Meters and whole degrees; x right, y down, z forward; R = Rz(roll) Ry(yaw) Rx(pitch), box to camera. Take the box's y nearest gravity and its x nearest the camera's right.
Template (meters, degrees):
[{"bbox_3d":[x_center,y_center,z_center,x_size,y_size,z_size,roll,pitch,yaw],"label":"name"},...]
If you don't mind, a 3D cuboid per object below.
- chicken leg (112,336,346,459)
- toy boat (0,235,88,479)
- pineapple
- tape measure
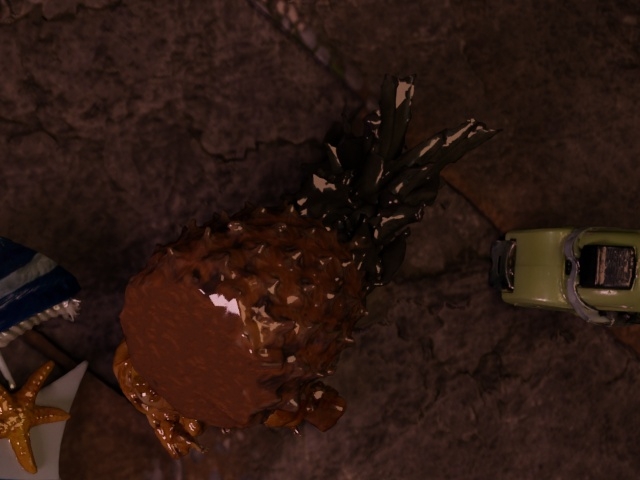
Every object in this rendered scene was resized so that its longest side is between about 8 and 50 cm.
[{"bbox_3d":[-0.066,0.120,1.514,0.207,0.085,0.101,22,44,-36],"label":"chicken leg"},{"bbox_3d":[-0.242,0.152,1.436,0.220,0.067,0.291,-31,116,-27],"label":"toy boat"},{"bbox_3d":[-0.001,0.003,1.467,0.364,0.165,0.165,-42,112,-49],"label":"pineapple"},{"bbox_3d":[0.263,0.032,1.678,0.177,0.154,0.087,5,84,-35],"label":"tape measure"}]
